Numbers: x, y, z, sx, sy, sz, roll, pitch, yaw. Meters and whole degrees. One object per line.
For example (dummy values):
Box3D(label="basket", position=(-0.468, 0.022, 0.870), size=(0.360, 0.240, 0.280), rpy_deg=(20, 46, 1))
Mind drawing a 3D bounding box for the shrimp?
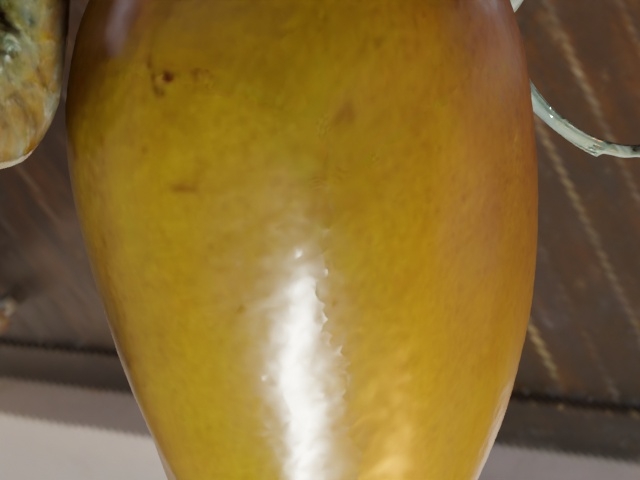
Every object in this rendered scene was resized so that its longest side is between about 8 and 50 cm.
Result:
Box3D(label="shrimp", position=(-0.183, -0.182, 0.876), size=(0.058, 0.296, 0.169), rpy_deg=(-6, 157, 25))

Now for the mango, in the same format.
Box3D(label="mango", position=(0.000, 0.000, 0.942), size=(0.232, 0.300, 0.445), rpy_deg=(5, 107, 35))

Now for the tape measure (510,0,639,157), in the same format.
Box3D(label="tape measure", position=(0.154, -0.174, 1.172), size=(0.330, 0.164, 0.084), rpy_deg=(26, 163, -17))
